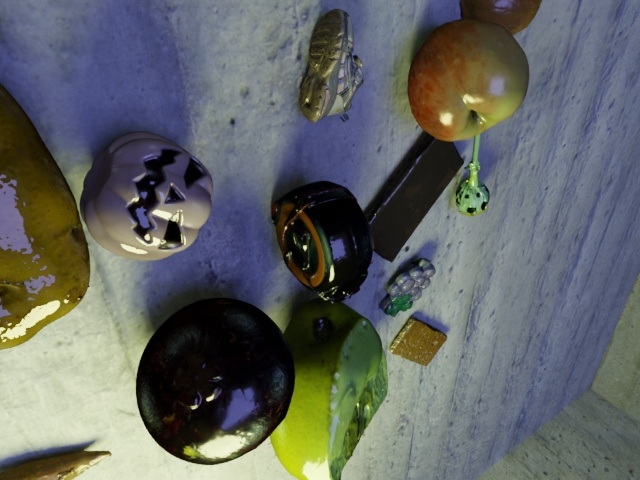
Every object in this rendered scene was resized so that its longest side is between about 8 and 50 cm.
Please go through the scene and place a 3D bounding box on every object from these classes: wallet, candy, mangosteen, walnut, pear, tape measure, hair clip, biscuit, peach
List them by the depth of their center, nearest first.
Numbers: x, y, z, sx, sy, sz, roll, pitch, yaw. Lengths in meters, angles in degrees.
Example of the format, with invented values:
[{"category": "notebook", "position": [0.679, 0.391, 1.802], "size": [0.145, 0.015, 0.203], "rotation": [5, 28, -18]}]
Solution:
[{"category": "mangosteen", "position": [-0.180, 0.244, 0.749], "size": [0.288, 0.288, 0.287], "rotation": [-17, 124, -28]}, {"category": "tape measure", "position": [0.000, 0.000, 0.774], "size": [0.135, 0.202, 0.222], "rotation": [-24, 132, -27]}, {"category": "peach", "position": [0.271, -0.313, 0.799], "size": [0.233, 0.232, 0.232], "rotation": [-17, 124, -28]}, {"category": "walnut", "position": [0.391, -0.492, 0.854], "size": [0.212, 0.087, 0.167], "rotation": [-24, 130, -23]}, {"category": "pear", "position": [0.004, 0.279, 0.907], "size": [0.343, 0.239, 0.317], "rotation": [-27, 117, -60]}, {"category": "wallet", "position": [0.211, -0.102, 0.974], "size": [0.309, 0.042, 0.165], "rotation": [-53, 134, 2]}, {"category": "candy", "position": [0.363, -0.173, 0.988], "size": [0.091, 0.083, 0.305], "rotation": [-62, 151, -30]}, {"category": "hair clip", "position": [0.226, 0.125, 1.119], "size": [0.124, 0.052, 0.195], "rotation": [14, 115, -30]}, {"category": "biscuit", "position": [0.303, 0.313, 1.285], "size": [0.231, 0.025, 0.131], "rotation": [33, 95, -43]}]

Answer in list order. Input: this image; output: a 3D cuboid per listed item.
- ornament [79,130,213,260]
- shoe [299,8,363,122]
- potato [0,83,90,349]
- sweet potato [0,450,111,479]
[{"category": "ornament", "position": [-0.235, -0.058, 0.591], "size": [0.178, 0.177, 0.177], "rotation": [-17, 124, -28]}, {"category": "shoe", "position": [0.032, -0.286, 0.710], "size": [0.093, 0.089, 0.179], "rotation": [-1, 118, -34]}, {"category": "potato", "position": [-0.408, -0.047, 0.492], "size": [0.176, 0.196, 0.368], "rotation": [-47, 135, -57]}, {"category": "sweet potato", "position": [-0.488, 0.421, 0.753], "size": [0.206, 0.068, 0.060], "rotation": [-8, 144, -39]}]
